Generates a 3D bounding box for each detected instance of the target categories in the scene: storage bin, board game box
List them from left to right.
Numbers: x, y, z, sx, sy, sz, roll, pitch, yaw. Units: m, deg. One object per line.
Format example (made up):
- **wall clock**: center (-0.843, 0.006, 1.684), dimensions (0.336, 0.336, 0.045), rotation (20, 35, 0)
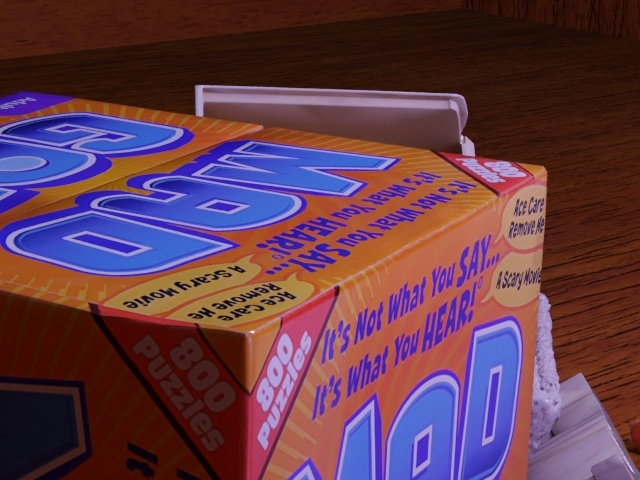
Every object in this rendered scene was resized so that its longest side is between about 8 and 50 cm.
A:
- **board game box**: center (-0.116, 0.141, 1.032), dimensions (0.356, 0.357, 0.356), rotation (10, 17, 25)
- **storage bin**: center (0.017, 0.009, 1.714), dimensions (0.260, 0.123, 0.262), rotation (1, 60, -6)

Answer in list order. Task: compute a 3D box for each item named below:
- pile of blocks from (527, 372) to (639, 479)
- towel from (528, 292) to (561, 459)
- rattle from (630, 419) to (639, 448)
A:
- **pile of blocks**: center (0.183, 0.205, 1.371), dimensions (0.112, 0.149, 0.362), rotation (-30, 6, 6)
- **towel**: center (0.106, 0.137, 1.426), dimensions (0.049, 0.187, 0.282), rotation (33, 14, -5)
- **rattle**: center (0.340, 0.175, 1.545), dimensions (0.142, 0.130, 0.200), rotation (12, -12, -6)
